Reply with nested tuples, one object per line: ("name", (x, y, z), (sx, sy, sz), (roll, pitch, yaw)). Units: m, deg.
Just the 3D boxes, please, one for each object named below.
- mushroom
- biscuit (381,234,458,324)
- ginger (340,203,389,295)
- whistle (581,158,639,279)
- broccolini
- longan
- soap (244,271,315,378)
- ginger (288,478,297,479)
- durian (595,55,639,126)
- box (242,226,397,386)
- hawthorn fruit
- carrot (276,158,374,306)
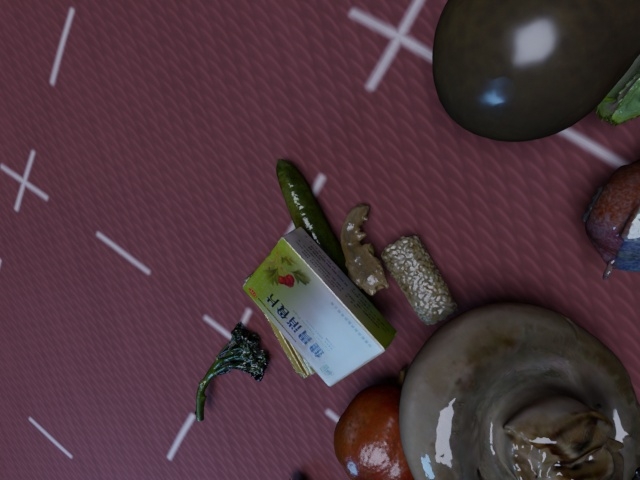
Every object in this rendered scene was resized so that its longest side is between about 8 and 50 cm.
("mushroom", (0.302, 0.274, 0.596), (0.363, 0.294, 0.361), (0, 88, -7))
("biscuit", (0.178, 0.072, 0.741), (0.082, 0.070, 0.168), (-30, 86, 16))
("ginger", (0.074, 0.018, 0.750), (0.070, 0.051, 0.173), (-18, 79, 17))
("whistle", (0.478, -0.099, 0.562), (0.143, 0.134, 0.345), (13, 104, -30))
("broccolini", (-0.207, 0.326, 0.934), (0.123, 0.062, 0.271), (39, 106, 24))
("longan", (0.280, -0.256, 0.537), (0.259, 0.258, 0.257), (4, 103, 19))
("soap", (-0.063, 0.167, 0.863), (0.092, 0.037, 0.251), (-29, 91, 24))
("ginger", (-0.033, 0.648, 0.930), (0.115, 0.081, 0.205), (-38, 89, 17))
("durian", (0.463, -0.243, 0.554), (0.086, 0.100, 0.215), (39, 103, 7))
("box", (-0.010, 0.126, 0.753), (0.260, 0.062, 0.175), (47, 130, 6))
("hawthorn fruit", (0.131, 0.353, 0.774), (0.197, 0.196, 0.225), (16, 82, 16))
("carrot", (0.000, 0.000, 0.787), (0.074, 0.074, 0.358), (-28, 90, 23))
